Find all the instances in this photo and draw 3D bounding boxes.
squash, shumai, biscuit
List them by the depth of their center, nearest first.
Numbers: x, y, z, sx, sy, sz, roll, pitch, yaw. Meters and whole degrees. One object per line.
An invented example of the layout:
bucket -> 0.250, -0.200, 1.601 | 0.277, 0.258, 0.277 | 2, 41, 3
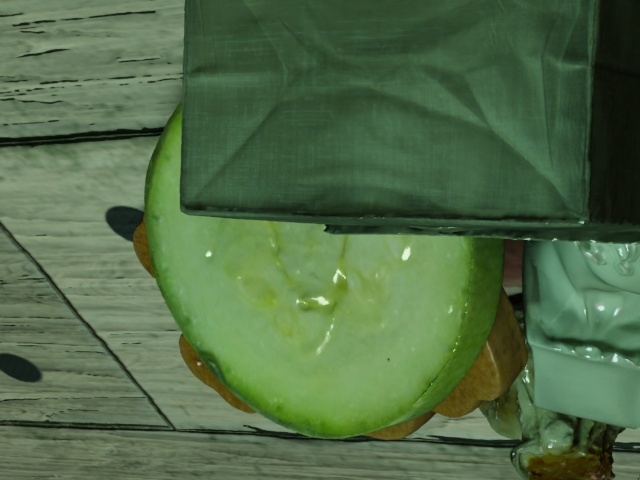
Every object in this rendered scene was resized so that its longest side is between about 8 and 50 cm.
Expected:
squash -> 0.000, 0.000, 0.962 | 0.252, 0.049, 0.252 | 10, 107, 35
biscuit -> 0.003, 0.048, 1.078 | 0.333, 0.047, 0.202 | 3, 124, 46
shumai -> 0.166, 0.121, 1.112 | 0.145, 0.116, 0.145 | 15, 147, 10

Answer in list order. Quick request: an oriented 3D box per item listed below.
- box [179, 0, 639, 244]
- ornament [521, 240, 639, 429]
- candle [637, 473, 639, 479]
box -> 0.063, -0.077, 0.782 | 0.231, 0.155, 0.149 | 4, -179, 33
ornament -> 0.179, 0.002, 0.937 | 0.130, 0.120, 0.285 | 17, 148, 5
candle -> 0.357, 0.160, 1.068 | 0.287, 0.131, 0.317 | -10, 126, 47
